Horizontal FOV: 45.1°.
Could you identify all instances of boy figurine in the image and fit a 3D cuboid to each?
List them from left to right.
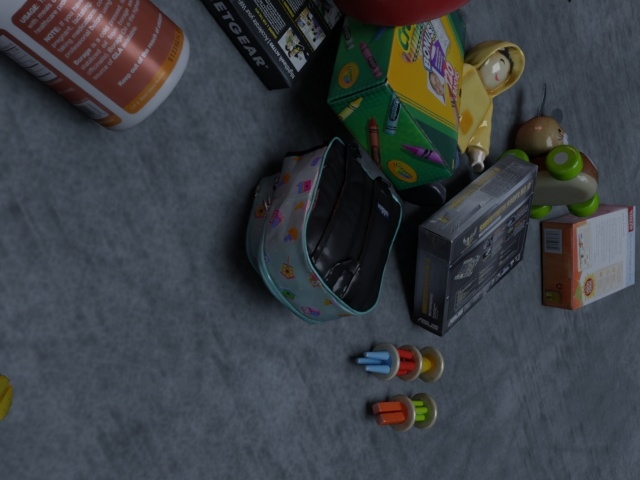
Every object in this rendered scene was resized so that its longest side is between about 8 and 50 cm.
[{"bbox_3d":[0.200,-0.176,1.105,0.285,0.092,0.177,-51,123,-23],"label":"boy figurine"}]

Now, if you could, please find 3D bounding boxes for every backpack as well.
[{"bbox_3d":[0.000,0.000,0.887,0.166,0.145,0.188,46,38,-38],"label":"backpack"}]

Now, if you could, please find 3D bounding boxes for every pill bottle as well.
[{"bbox_3d":[-0.230,-0.203,0.677,0.216,0.121,0.121,40,68,-39],"label":"pill bottle"}]

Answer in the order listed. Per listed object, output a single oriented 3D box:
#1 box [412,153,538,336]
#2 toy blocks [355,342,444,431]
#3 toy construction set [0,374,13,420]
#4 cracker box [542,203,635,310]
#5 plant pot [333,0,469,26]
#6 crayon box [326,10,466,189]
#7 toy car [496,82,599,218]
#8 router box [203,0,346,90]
[{"bbox_3d":[0.225,0.006,1.126,0.231,0.056,0.183,-37,140,-34],"label":"box"},{"bbox_3d":[0.103,0.205,1.075,0.148,0.054,0.123,11,86,-43],"label":"toy blocks"},{"bbox_3d":[-0.369,0.108,0.526,0.308,0.258,0.237,60,33,-31],"label":"toy construction set"},{"bbox_3d":[0.495,0.025,1.415,0.232,0.067,0.155,-12,103,-41],"label":"cracker box"},{"bbox_3d":[0.084,-0.357,0.832,0.191,0.191,0.174,-55,146,-25],"label":"plant pot"},{"bbox_3d":[0.102,-0.222,0.948,0.165,0.081,0.278,45,43,-39],"label":"crayon box"},{"bbox_3d":[0.374,-0.152,1.246,0.155,0.149,0.188,41,55,-51],"label":"toy car"},{"bbox_3d":[-0.059,-0.283,0.879,0.179,0.046,0.133,51,61,-34],"label":"router box"}]
